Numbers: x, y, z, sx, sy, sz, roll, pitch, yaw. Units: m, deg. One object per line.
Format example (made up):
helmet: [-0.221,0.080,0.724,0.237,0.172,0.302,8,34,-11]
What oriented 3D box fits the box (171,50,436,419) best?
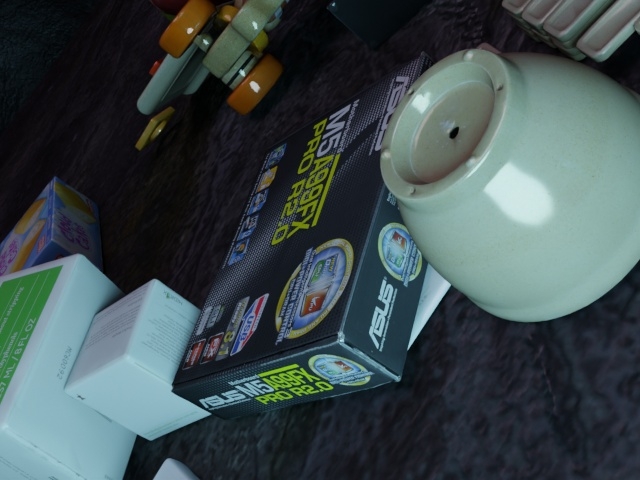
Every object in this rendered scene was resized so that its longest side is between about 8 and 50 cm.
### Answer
box: [0.000,0.000,0.673,0.216,0.060,0.270,-24,39,47]

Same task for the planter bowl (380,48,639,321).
planter bowl: [0.105,-0.045,0.492,0.162,0.109,0.162,-33,44,38]

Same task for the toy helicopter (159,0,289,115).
toy helicopter: [-0.030,-0.327,0.990,0.355,0.140,0.235,-36,18,48]

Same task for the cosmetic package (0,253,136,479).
cosmetic package: [-0.360,0.165,0.852,0.366,0.155,0.196,-14,44,26]

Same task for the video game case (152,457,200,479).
video game case: [-0.128,0.288,0.582,0.227,0.026,0.206,-59,28,-10]

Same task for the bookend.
bookend: [0.086,-0.313,0.897,0.157,0.072,0.156,-38,30,27]

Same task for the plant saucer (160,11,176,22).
plant saucer: [-0.237,-0.498,1.526,0.045,0.188,0.188,35,88,31]

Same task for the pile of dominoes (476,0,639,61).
pile of dominoes: [0.219,-0.141,0.561,0.196,0.040,0.251,-47,36,11]

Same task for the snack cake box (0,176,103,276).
snack cake box: [-0.409,0.025,1.245,0.152,0.089,0.264,-48,28,7]

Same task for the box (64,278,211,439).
box: [-0.150,0.108,0.740,0.101,0.102,0.087,-29,34,36]

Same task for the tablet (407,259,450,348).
tablet: [0.066,0.041,0.592,0.083,0.006,0.054,-55,27,-5]

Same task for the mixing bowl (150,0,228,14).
mixing bowl: [-0.210,-0.466,1.455,0.098,0.181,0.181,35,88,31]

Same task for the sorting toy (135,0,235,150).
sorting toy: [-0.190,-0.275,1.201,0.347,0.047,0.196,-51,2,21]
